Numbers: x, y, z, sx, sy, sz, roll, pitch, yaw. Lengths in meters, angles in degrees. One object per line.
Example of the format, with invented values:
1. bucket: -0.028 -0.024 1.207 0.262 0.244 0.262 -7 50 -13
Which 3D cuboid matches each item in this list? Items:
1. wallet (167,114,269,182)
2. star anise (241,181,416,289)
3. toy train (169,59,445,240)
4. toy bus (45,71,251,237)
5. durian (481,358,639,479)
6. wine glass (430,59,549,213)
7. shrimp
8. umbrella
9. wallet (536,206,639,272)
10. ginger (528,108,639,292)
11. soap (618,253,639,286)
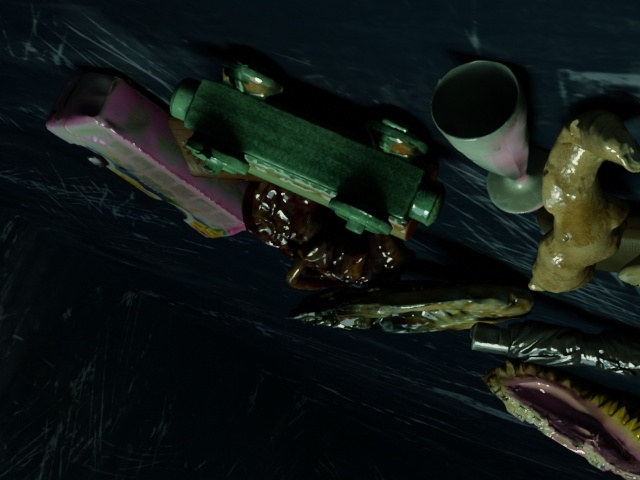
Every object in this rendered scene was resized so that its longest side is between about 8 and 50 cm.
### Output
1. wallet: -0.101 -0.103 1.360 0.176 0.026 0.095 10 134 42
2. star anise: 0.000 0.000 1.445 0.220 0.126 0.190 30 167 -2
3. toy train: -0.008 -0.086 1.193 0.285 0.116 0.177 22 179 10
4. toy bus: -0.196 -0.106 1.480 0.274 0.090 0.112 35 157 -34
5. durian: 0.404 0.268 1.781 0.341 0.112 0.191 28 179 32
6. wine glass: 0.148 -0.080 0.977 0.073 0.073 0.155 18 167 32
7. shrimp: 0.089 0.081 1.510 0.365 0.071 0.233 -3 174 33
8. umbrella: 0.296 0.126 1.437 0.235 0.059 0.066 8 158 11
9. wallet: 0.300 0.003 1.091 0.110 0.031 0.198 34 164 -33
10. ginger: 0.222 -0.023 0.996 0.089 0.075 0.288 -11 151 -5
11. soap: 0.353 0.017 0.891 0.135 0.076 0.233 33 157 -20
